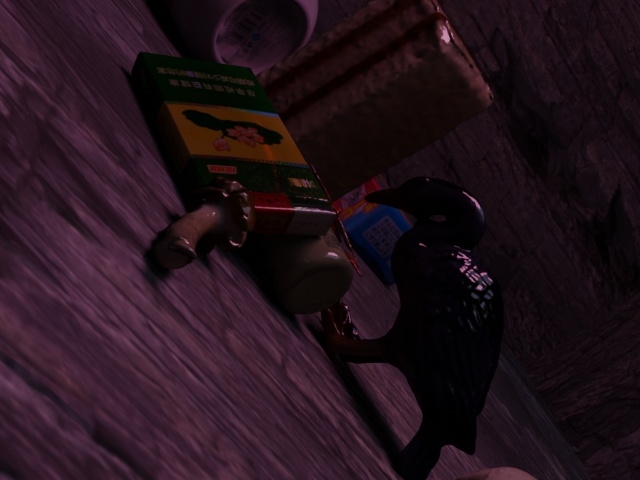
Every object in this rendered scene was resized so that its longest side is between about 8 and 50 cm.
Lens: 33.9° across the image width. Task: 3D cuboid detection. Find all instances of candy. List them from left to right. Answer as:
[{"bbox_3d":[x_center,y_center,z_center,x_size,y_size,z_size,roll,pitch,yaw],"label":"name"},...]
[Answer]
[{"bbox_3d":[0.047,-0.176,1.346,0.135,0.321,0.179,63,8,32],"label":"candy"},{"bbox_3d":[0.074,-0.074,1.849,0.157,0.100,0.306,48,9,-36],"label":"candy"}]

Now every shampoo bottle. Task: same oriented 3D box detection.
[{"bbox_3d":[-0.031,-0.007,1.032,0.079,0.079,0.162,45,12,-49],"label":"shampoo bottle"}]

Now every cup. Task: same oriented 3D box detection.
[{"bbox_3d":[-0.140,-0.388,1.507,0.212,0.212,0.317,45,14,-51],"label":"cup"}]

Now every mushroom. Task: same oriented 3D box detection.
[{"bbox_3d":[-0.090,-0.005,0.803,0.187,0.060,0.061,-61,131,-72],"label":"mushroom"}]

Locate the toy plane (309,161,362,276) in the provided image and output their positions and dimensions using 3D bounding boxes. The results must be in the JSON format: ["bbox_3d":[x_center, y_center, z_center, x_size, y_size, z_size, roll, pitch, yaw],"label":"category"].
[{"bbox_3d":[-0.004,-0.007,1.233,0.126,0.077,0.194,59,1,7],"label":"toy plane"}]

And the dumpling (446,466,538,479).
[{"bbox_3d":[0.162,0.273,1.030,0.134,0.100,0.169,16,38,-9],"label":"dumpling"}]

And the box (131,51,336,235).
[{"bbox_3d":[-0.088,-0.095,1.006,0.132,0.034,0.235,2,41,-34],"label":"box"}]

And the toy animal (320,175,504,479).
[{"bbox_3d":[0.099,0.085,1.052,0.122,0.185,0.298,47,29,-66],"label":"toy animal"}]
